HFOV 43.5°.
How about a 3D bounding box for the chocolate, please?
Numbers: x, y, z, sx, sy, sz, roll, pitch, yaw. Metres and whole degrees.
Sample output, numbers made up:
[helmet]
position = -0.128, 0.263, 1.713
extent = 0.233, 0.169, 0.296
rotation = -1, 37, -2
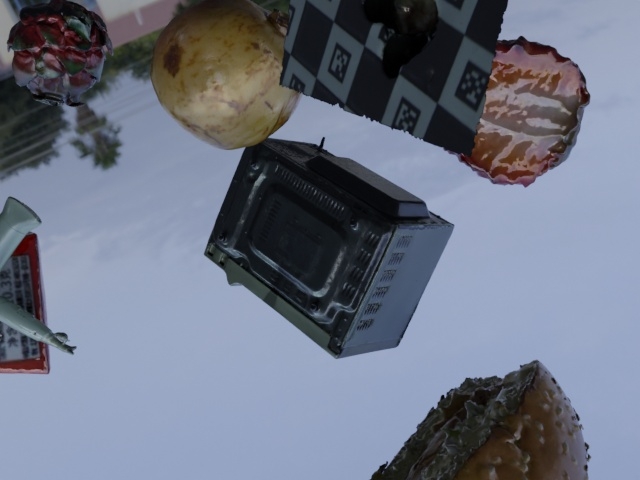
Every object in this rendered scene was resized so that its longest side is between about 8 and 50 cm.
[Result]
[chocolate]
position = -0.531, 0.104, 1.390
extent = 0.108, 0.237, 0.235
rotation = -4, -176, -22

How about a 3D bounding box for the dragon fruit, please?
[dragon fruit]
position = -0.467, -0.334, 1.427
extent = 0.188, 0.182, 0.182
rotation = -61, -157, 3

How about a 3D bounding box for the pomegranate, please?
[pomegranate]
position = -0.121, -0.239, 1.093
extent = 0.216, 0.215, 0.215
rotation = -20, -160, 8

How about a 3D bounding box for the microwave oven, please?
[microwave oven]
position = 0.000, 0.000, 1.406
extent = 0.355, 0.286, 0.219
rotation = 35, -159, 32

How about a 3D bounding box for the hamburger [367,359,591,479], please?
[hamburger]
position = 0.251, 0.392, 1.175
extent = 0.445, 0.287, 0.268
rotation = -43, -179, -37

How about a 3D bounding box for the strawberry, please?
[strawberry]
position = 0.317, -0.246, 1.478
extent = 0.336, 0.265, 0.149
rotation = 10, -166, -11

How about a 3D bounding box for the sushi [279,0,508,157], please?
[sushi]
position = 0.091, -0.269, 0.761
extent = 0.069, 0.319, 0.339
rotation = -2, -160, -34

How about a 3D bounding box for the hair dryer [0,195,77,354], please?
[hair dryer]
position = -0.457, 0.082, 1.244
extent = 0.206, 0.237, 0.075
rotation = -47, -175, 2
